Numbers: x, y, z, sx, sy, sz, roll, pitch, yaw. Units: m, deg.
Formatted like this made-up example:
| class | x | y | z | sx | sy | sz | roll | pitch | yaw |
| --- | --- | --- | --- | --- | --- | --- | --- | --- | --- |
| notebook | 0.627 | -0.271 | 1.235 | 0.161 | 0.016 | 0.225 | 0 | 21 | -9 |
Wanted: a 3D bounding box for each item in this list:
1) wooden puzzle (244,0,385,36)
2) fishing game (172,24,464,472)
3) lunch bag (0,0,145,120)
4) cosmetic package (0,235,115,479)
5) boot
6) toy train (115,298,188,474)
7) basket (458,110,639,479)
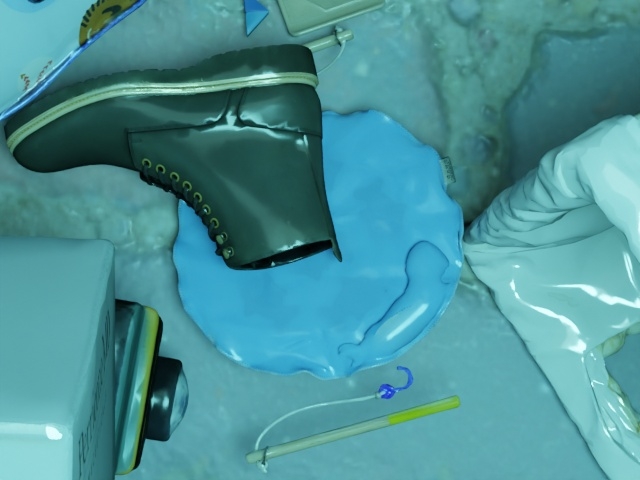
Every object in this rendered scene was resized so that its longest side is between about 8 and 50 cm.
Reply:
| class | x | y | z | sx | sy | sz | roll | pitch | yaw |
| --- | --- | --- | --- | --- | --- | --- | --- | --- | --- |
| wooden puzzle | 0.002 | -0.175 | 1.143 | 0.116 | 0.014 | 0.079 | -13 | 80 | -4 |
| fishing game | 0.000 | 0.000 | 1.099 | 0.189 | 0.041 | 0.264 | -20 | 72 | 2 |
| lunch bag | -0.248 | -0.275 | 1.039 | 0.328 | 0.239 | 0.385 | -41 | 102 | -6 |
| cosmetic package | -0.187 | 0.244 | 0.853 | 0.161 | 0.230 | 0.453 | 2 | 110 | -2 |
| boot | -0.089 | -0.034 | 1.070 | 0.198 | 0.077 | 0.137 | -14 | 78 | 8 |
| toy train | -0.243 | 0.065 | 1.014 | 0.334 | 0.190 | 0.142 | 11 | 83 | -2 |
| basket | 0.291 | 0.040 | 0.975 | 0.266 | 0.331 | 0.328 | -34 | 87 | -8 |
